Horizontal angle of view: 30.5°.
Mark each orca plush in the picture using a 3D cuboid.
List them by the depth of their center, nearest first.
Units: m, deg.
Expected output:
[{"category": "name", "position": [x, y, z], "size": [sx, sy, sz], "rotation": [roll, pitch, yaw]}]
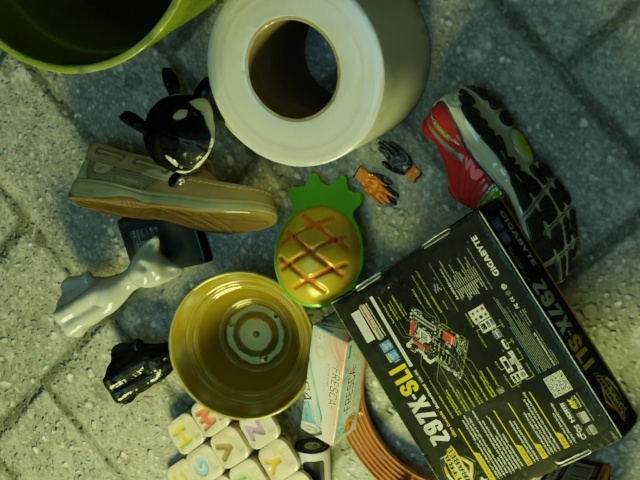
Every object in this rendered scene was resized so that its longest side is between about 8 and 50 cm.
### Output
[{"category": "orca plush", "position": [-0.211, -0.171, 1.557], "size": [0.102, 0.287, 0.151], "rotation": [18, 117, -19]}]

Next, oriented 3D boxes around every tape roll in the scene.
[{"category": "tape roll", "position": [0.000, -0.230, 1.502], "size": [0.246, 0.169, 0.246], "rotation": [7, 108, 23]}]

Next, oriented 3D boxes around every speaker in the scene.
[{"category": "speaker", "position": [-0.010, 0.369, 1.759], "size": [0.055, 0.055, 0.136], "rotation": [6, 108, 24]}]

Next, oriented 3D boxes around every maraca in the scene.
[{"category": "maraca", "position": [0.000, 0.000, 1.618], "size": [0.127, 0.099, 0.186], "rotation": [6, 85, 11]}]

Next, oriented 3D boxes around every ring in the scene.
[{"category": "ring", "position": [0.141, 0.241, 1.613], "size": [0.336, 0.032, 0.337], "rotation": [18, 121, 34]}]

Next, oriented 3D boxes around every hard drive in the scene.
[{"category": "hard drive", "position": [-0.235, -0.001, 1.769], "size": [0.135, 0.022, 0.094], "rotation": [-11, 100, 28]}]

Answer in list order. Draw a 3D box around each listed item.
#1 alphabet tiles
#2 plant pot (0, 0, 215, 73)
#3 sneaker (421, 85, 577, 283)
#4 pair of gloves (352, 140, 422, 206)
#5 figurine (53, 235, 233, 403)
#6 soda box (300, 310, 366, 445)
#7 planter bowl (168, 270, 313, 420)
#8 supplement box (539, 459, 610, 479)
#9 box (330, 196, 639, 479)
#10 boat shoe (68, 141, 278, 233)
[{"category": "alphabet tiles", "position": [-0.127, 0.377, 1.802], "size": [0.278, 0.021, 0.284], "rotation": [-38, 81, 39]}, {"category": "plant pot", "position": [-0.223, -0.413, 1.446], "size": [0.366, 0.353, 0.367], "rotation": [7, 108, 23]}, {"category": "sneaker", "position": [0.227, -0.064, 1.502], "size": [0.118, 0.107, 0.279], "rotation": [-32, 87, 48]}, {"category": "pair of gloves", "position": [0.090, -0.090, 1.593], "size": [0.074, 0.010, 0.083], "rotation": [44, 118, 8]}, {"category": "figurine", "position": [-0.268, 0.115, 1.778], "size": [0.209, 0.092, 0.215], "rotation": [-28, 104, 21]}, {"category": "soda box", "position": [0.021, 0.191, 1.630], "size": [0.063, 0.058, 0.183], "rotation": [26, 124, 30]}, {"category": "planter bowl", "position": [-0.103, 0.144, 1.700], "size": [0.217, 0.090, 0.217], "rotation": [2, 98, 11]}, {"category": "supplement box", "position": [0.333, 0.398, 1.574], "size": [0.080, 0.104, 0.188], "rotation": [9, 109, 24]}, {"category": "box", "position": [0.198, 0.147, 1.461], "size": [0.257, 0.079, 0.322], "rotation": [-35, 84, 35]}, {"category": "boat shoe", "position": [-0.209, -0.085, 1.671], "size": [0.341, 0.121, 0.110], "rotation": [8, 77, 26]}]
